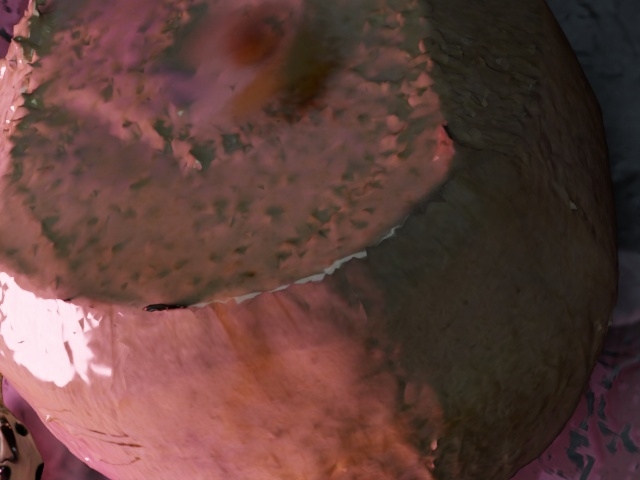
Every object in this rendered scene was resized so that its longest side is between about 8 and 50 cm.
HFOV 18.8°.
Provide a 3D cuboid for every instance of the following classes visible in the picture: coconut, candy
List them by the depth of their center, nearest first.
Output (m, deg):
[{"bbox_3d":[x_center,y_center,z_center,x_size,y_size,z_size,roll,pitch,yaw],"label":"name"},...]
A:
[{"bbox_3d":[0.000,0.000,1.178,0.404,0.404,0.405,-1,85,13],"label":"coconut"},{"bbox_3d":[-0.221,0.059,1.360,0.091,0.083,0.306,7,78,15],"label":"candy"}]
